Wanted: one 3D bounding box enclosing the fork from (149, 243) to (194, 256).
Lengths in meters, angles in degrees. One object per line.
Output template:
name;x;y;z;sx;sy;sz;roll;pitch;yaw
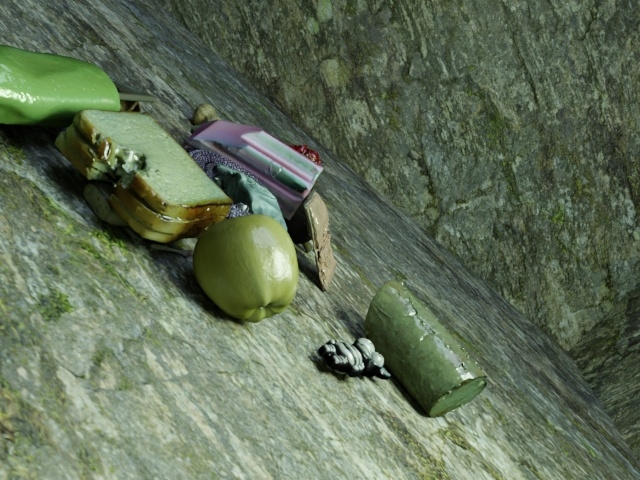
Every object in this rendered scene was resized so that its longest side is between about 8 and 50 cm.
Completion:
fork;-0.270;0.018;1.237;0.012;0.016;0.115;23;3;32

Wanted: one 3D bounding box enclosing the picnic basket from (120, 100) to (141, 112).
picnic basket;-0.462;-0.312;1.605;0.072;0.072;0.083;34;5;-25

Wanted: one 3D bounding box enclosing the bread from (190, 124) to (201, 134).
bread;-0.242;-0.243;1.874;0.266;0.041;0.267;31;-4;3

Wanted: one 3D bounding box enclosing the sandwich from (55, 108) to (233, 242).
sandwich;-0.312;-0.119;1.216;0.273;0.095;0.249;46;17;10

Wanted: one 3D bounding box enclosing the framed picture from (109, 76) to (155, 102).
framed picture;-0.540;-0.378;1.558;0.265;0.018;0.192;24;14;7

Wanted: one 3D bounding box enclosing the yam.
yam;0.221;0.246;1.519;0.304;0.168;0.168;48;16;28

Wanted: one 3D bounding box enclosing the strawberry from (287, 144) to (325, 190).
strawberry;-0.103;-0.203;2.042;0.201;0.187;0.184;17;22;39

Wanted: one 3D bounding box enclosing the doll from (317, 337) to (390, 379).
doll;0.071;0.237;1.354;0.091;0.067;0.219;45;12;32

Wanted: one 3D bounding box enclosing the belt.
belt;-0.200;-0.077;1.492;0.260;0.122;0.325;21;25;-43

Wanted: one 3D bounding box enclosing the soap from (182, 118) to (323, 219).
soap;-0.179;-0.185;1.682;0.323;0.193;0.109;30;49;-6

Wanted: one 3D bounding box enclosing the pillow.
pillow;0.000;0.000;1.659;0.126;0.043;0.233;-60;141;-65

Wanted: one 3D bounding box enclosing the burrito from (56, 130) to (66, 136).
burrito;-0.421;-0.153;1.294;0.188;0.045;0.058;33;6;-19

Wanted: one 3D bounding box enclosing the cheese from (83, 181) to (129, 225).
cheese;-0.340;-0.058;1.232;0.097;0.037;0.192;48;17;24

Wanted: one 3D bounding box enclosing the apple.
apple;-0.127;0.044;1.194;0.200;0.200;0.200;38;14;-11

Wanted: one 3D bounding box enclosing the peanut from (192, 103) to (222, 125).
peanut;-0.341;-0.360;2.064;0.082;0.082;0.187;24;23;-48

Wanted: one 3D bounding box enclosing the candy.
candy;-0.506;-0.259;1.184;0.142;0.132;0.343;60;25;7

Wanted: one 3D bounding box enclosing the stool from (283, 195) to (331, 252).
stool;-0.057;-0.055;1.820;0.217;0.125;0.121;29;-17;47
